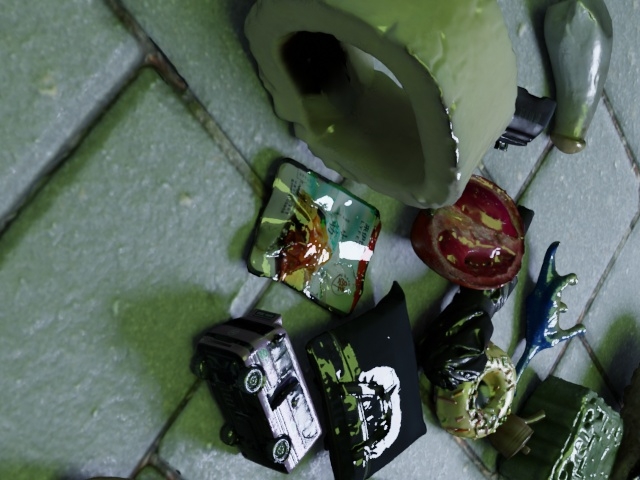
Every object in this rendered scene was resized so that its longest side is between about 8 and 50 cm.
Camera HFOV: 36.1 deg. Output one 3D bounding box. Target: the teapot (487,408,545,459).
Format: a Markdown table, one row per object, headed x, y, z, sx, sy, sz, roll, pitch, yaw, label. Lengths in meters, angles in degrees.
| x | y | z | sx | sy | sz | roll | pitch | yaw | label |
| --- | --- | --- | --- | --- | --- | --- | --- | --- | --- |
| 0.331 | 0.320 | 1.660 | 0.110 | 0.080 | 0.085 | -39 | 162 | -29 | teapot |

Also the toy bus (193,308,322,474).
| x | y | z | sx | sy | sz | roll | pitch | yaw | label |
| --- | --- | --- | --- | --- | --- | --- | --- | --- | --- |
| -0.073 | 0.188 | 1.227 | 0.108 | 0.096 | 0.199 | -41 | 126 | -36 | toy bus |

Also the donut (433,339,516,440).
| x | y | z | sx | sy | sz | roll | pitch | yaw | label |
| --- | --- | --- | --- | --- | --- | --- | --- | --- | --- |
| 0.253 | 0.239 | 1.574 | 0.174 | 0.068 | 0.175 | -11 | 106 | -44 | donut |

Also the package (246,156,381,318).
| x | y | z | sx | sy | sz | roll | pitch | yaw | label |
| --- | --- | --- | --- | --- | --- | --- | --- | --- | --- |
| 0.000 | 0.000 | 1.303 | 0.232 | 0.040 | 0.166 | 30 | 76 | -45 | package |

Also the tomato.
| x | y | z | sx | sy | sz | roll | pitch | yaw | label |
| --- | --- | --- | --- | --- | --- | --- | --- | --- | --- |
| 0.209 | -0.001 | 1.450 | 0.173 | 0.099 | 0.189 | 30 | 58 | -16 | tomato |

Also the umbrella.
| x | y | z | sx | sy | sz | roll | pitch | yaw | label |
| --- | --- | --- | --- | --- | --- | --- | --- | --- | --- |
| 0.254 | 0.080 | 1.524 | 0.340 | 0.118 | 0.118 | -56 | 131 | -27 | umbrella |

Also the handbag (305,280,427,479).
| x | y | z | sx | sy | sz | roll | pitch | yaw | label |
| --- | --- | --- | --- | --- | --- | --- | --- | --- | --- |
| 0.068 | 0.213 | 1.376 | 0.211 | 0.088 | 0.254 | -32 | 118 | -43 | handbag |

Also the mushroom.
| x | y | z | sx | sy | sz | roll | pitch | yaw | label |
| --- | --- | --- | --- | --- | --- | --- | --- | --- | --- |
| 0.429 | -0.280 | 1.628 | 0.118 | 0.103 | 0.270 | -30 | 123 | -37 | mushroom |

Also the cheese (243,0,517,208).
| x | y | z | sx | sy | sz | roll | pitch | yaw | label |
| --- | --- | --- | --- | --- | --- | --- | --- | --- | --- |
| 0.076 | -0.199 | 1.174 | 0.153 | 0.292 | 0.332 | -51 | 140 | -25 | cheese |

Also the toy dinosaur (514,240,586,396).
| x | y | z | sx | sy | sz | roll | pitch | yaw | label |
| --- | --- | --- | --- | --- | --- | --- | --- | --- | --- |
| 0.363 | 0.131 | 1.666 | 0.188 | 0.075 | 0.248 | -29 | 123 | -29 | toy dinosaur |

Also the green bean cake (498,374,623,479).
| x | y | z | sx | sy | sz | roll | pitch | yaw | label |
| --- | --- | --- | --- | --- | --- | --- | --- | --- | --- |
| 0.440 | 0.369 | 1.750 | 0.227 | 0.124 | 0.223 | 41 | 70 | -46 | green bean cake |

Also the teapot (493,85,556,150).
| x | y | z | sx | sy | sz | roll | pitch | yaw | label |
| --- | --- | --- | --- | --- | --- | --- | --- | --- | --- |
| 0.290 | -0.187 | 1.519 | 0.177 | 0.087 | 0.096 | 8 | 97 | -45 | teapot |

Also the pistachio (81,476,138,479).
| x | y | z | sx | sy | sz | roll | pitch | yaw | label |
| --- | --- | --- | --- | --- | --- | --- | --- | --- | --- |
| -0.208 | 0.355 | 1.103 | 0.229 | 0.157 | 0.157 | 48 | 65 | -32 | pistachio |

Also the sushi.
| x | y | z | sx | sy | sz | roll | pitch | yaw | label |
| --- | --- | --- | --- | --- | --- | --- | --- | --- | --- |
| 0.653 | 0.358 | 1.877 | 0.350 | 0.170 | 0.211 | -62 | 164 | -18 | sushi |
